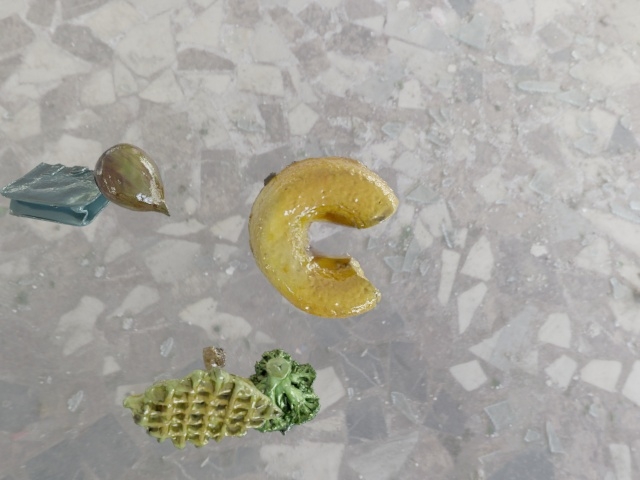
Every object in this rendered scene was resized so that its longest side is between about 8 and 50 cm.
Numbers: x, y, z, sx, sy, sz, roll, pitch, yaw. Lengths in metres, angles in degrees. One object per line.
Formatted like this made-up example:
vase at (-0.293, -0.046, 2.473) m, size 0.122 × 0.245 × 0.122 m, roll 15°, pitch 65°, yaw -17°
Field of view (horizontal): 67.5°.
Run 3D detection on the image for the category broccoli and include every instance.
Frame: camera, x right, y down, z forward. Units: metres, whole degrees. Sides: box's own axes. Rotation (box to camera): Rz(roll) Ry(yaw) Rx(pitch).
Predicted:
broccoli at (-0.128, 0.443, 1.487) m, size 0.254 × 0.269 × 0.269 m, roll -18°, pitch 74°, yaw -18°

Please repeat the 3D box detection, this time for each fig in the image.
fig at (-0.326, -0.099, 0.856) m, size 0.154 × 0.109 × 0.103 m, roll 37°, pitch 55°, yaw 1°

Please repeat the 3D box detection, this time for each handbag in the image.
handbag at (-0.603, -0.121, 1.132) m, size 0.229 × 0.062 × 0.179 m, roll 10°, pitch 43°, yaw 12°

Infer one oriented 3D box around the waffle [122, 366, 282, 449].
waffle at (-0.191, 0.276, 0.787) m, size 0.204 × 0.223 × 0.054 m, roll -27°, pitch 43°, yaw 12°

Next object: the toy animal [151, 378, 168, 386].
toy animal at (-0.427, 0.443, 1.368) m, size 0.241 × 0.099 × 0.057 m, roll 4°, pitch 90°, yaw 37°

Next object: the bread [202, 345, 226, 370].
bread at (-0.340, 0.386, 1.553) m, size 0.060 × 0.113 × 0.082 m, roll -10°, pitch 76°, yaw 0°

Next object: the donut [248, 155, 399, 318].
donut at (0.000, 0.000, 1.227) m, size 0.377 × 0.163 × 0.435 m, roll 5°, pitch 100°, yaw -7°
